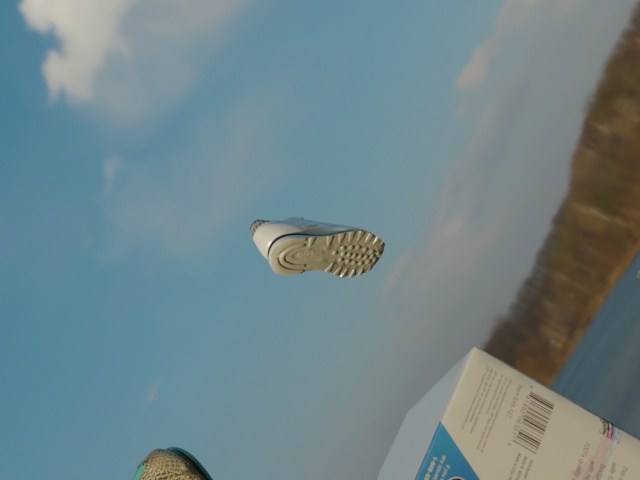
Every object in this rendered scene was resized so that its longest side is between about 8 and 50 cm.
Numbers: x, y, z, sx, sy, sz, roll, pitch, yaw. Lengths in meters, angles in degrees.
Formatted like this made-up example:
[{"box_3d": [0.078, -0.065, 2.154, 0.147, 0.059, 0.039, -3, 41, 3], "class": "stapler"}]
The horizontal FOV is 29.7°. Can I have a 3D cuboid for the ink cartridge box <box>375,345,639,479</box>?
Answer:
[{"box_3d": [0.172, 0.241, 1.037, 0.171, 0.232, 0.168, -60, 1, -32], "class": "ink cartridge box"}]

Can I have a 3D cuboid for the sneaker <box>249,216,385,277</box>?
[{"box_3d": [0.000, 0.000, 1.931, 0.235, 0.095, 0.090, 6, -65, -38], "class": "sneaker"}]

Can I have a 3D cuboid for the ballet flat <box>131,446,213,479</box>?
[{"box_3d": [-0.148, 0.541, 1.926, 0.164, 0.483, 0.182, -16, 31, 48], "class": "ballet flat"}]

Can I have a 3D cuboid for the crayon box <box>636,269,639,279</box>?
[{"box_3d": [0.531, -0.090, 1.287, 0.363, 0.106, 0.313, -47, -6, -13], "class": "crayon box"}]
